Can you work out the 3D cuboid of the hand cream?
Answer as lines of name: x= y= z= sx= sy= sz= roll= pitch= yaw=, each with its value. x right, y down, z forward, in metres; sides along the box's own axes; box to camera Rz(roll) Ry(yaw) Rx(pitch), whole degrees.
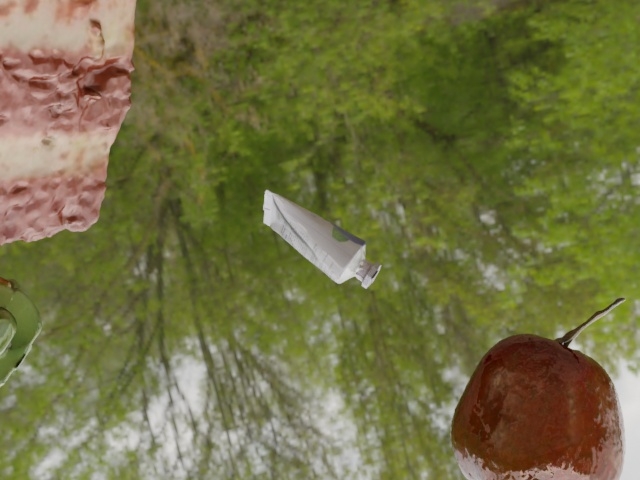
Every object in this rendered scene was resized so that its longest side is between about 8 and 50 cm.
hand cream: x=0.000 y=0.000 z=1.078 sx=0.053 sy=0.142 sz=0.084 roll=-51 pitch=169 yaw=-22

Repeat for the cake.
cake: x=-0.362 y=-0.182 z=1.026 sx=0.269 sy=0.320 sz=0.270 roll=35 pitch=-154 yaw=32

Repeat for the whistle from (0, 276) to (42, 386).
whistle: x=-0.354 y=0.094 z=1.055 sx=0.131 sy=0.106 sz=0.288 roll=-57 pitch=-163 yaw=-15

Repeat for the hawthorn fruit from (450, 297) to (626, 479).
hawthorn fruit: x=0.209 y=0.146 z=0.948 sx=0.162 sy=0.204 sz=0.162 roll=8 pitch=180 yaw=0
